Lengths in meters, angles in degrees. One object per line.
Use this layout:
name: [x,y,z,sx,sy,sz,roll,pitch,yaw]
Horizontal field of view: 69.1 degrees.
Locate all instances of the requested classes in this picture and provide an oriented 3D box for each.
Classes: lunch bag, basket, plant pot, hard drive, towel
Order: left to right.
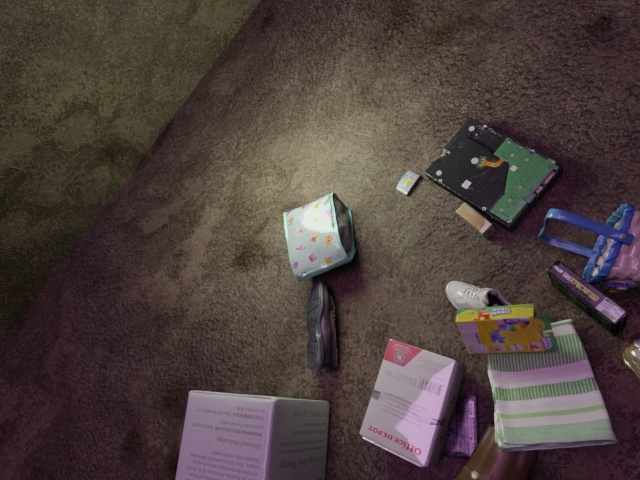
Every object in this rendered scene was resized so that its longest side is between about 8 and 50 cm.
lunch bag: [0.000,0.000,1.625,0.223,0.160,0.263,-22,56,22]
hard drive: [0.525,-0.211,1.438,0.237,0.064,0.339,-52,53,5]
plant pot: [0.439,0.556,1.140,0.166,0.167,0.165,22,77,36]
towel: [0.538,0.347,1.144,0.247,0.038,0.325,-17,35,24]
basket: [0.690,0.010,1.133,0.288,0.254,0.201,27,89,25]

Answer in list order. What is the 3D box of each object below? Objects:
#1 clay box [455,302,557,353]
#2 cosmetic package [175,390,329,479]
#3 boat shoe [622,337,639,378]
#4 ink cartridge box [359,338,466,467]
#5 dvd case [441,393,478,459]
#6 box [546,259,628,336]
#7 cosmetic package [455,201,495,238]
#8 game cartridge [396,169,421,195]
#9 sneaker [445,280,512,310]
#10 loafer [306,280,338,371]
clay box: [0.477,0.230,1.197,0.221,0.128,0.053,-11,32,30]
cosmetic package: [-0.195,0.666,1.379,0.327,0.329,0.394,-7,69,29]
boat shoe: [0.801,0.353,1.026,0.103,0.113,0.303,-50,39,35]
ink cartridge box: [0.257,0.445,1.292,0.207,0.117,0.283,13,77,35]
dvd case: [0.328,0.514,1.304,0.221,0.018,0.165,-7,68,29]
box: [0.656,0.143,1.145,0.045,0.184,0.191,-48,53,10]
cosmetic package: [0.472,-0.060,1.414,0.041,0.060,0.115,-47,53,8]
game cartridge: [0.301,-0.200,1.603,0.056,0.017,0.083,36,92,40]
sneaker: [0.450,0.160,1.293,0.232,0.115,0.090,28,65,40]
loafer: [0.012,0.289,1.561,0.109,0.095,0.303,-36,46,52]
